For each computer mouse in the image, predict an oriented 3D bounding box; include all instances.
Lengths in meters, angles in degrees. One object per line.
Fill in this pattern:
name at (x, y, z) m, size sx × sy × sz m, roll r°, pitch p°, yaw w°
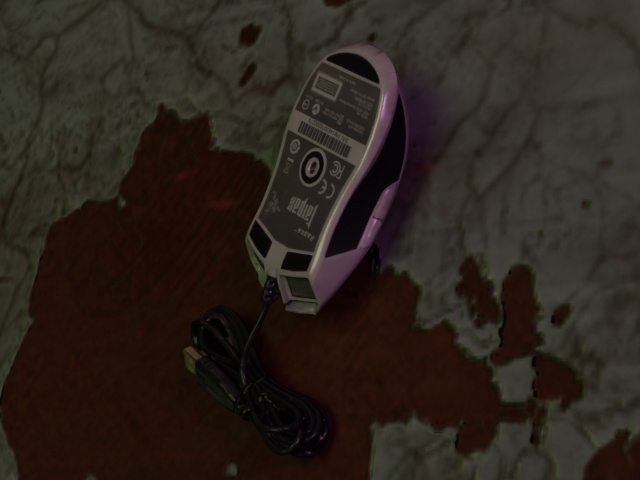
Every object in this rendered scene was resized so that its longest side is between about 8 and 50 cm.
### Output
computer mouse at (0.000, 0.000, 0.756) m, size 0.106 × 0.042 × 0.193 m, roll 34°, pitch 104°, yaw 49°
